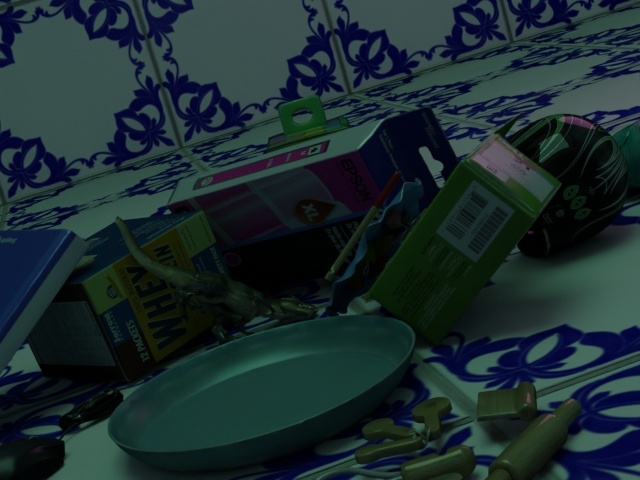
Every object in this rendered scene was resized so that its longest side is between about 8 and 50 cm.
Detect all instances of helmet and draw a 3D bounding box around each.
[{"bbox_3d":[0.289,-0.074,1.540,0.161,0.169,0.169,-36,17,-12],"label":"helmet"}]

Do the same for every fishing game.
[{"bbox_3d":[0.069,0.015,1.442,0.189,0.041,0.264,-55,-13,-4],"label":"fishing game"}]

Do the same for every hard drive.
[{"bbox_3d":[-0.422,0.123,1.520,0.210,0.040,0.319,-1,51,51],"label":"hard drive"}]

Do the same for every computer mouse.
[{"bbox_3d":[-0.284,0.203,1.358,0.071,0.041,0.242,-12,13,24],"label":"computer mouse"}]

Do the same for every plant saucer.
[{"bbox_3d":[-0.054,0.154,1.275,0.317,0.044,0.317,-16,12,4],"label":"plant saucer"}]

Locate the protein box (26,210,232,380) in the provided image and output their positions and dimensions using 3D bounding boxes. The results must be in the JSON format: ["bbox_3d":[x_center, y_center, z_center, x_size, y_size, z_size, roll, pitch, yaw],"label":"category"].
[{"bbox_3d":[-0.251,0.069,1.622,0.201,0.136,0.199,-4,23,49],"label":"protein box"}]

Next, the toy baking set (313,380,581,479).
[{"bbox_3d":[0.089,0.180,1.021,0.196,0.030,0.256,-11,13,36],"label":"toy baking set"}]

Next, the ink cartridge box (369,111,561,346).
[{"bbox_3d":[0.176,-0.023,1.402,0.189,0.097,0.255,-56,-8,27],"label":"ink cartridge box"}]

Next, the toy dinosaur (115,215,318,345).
[{"bbox_3d":[-0.130,0.067,1.512,0.064,0.268,0.118,-55,20,26],"label":"toy dinosaur"}]

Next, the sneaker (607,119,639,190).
[{"bbox_3d":[0.513,-0.153,1.667,0.295,0.124,0.178,-29,11,-17],"label":"sneaker"}]

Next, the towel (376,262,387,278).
[{"bbox_3d":[0.159,0.009,1.650,0.144,0.029,0.197,-8,15,36],"label":"towel"}]

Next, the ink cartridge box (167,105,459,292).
[{"bbox_3d":[0.003,-0.040,1.622,0.370,0.176,0.069,-16,34,25],"label":"ink cartridge box"}]

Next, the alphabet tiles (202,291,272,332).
[{"bbox_3d":[-0.167,0.093,1.756,0.198,0.009,0.237,-18,13,-4],"label":"alphabet tiles"}]

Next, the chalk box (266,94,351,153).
[{"bbox_3d":[-0.005,-0.111,1.950,0.132,0.213,0.132,-16,13,3],"label":"chalk box"}]
